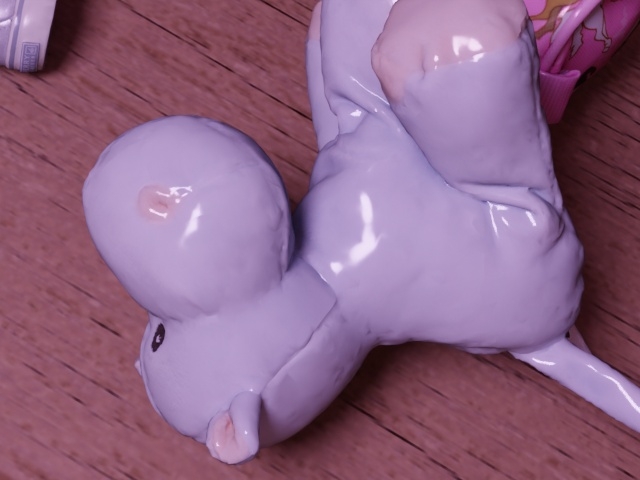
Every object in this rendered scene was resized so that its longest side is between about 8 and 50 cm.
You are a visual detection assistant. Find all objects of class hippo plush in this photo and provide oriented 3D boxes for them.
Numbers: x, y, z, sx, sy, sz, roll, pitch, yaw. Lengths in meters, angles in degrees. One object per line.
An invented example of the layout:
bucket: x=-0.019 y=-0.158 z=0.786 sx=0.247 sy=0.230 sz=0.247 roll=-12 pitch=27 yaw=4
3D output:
hippo plush: x=0.000 y=0.000 z=0.727 sx=0.237 sy=0.234 sz=0.294 roll=-26 pitch=111 yaw=-8

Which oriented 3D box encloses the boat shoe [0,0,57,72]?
boat shoe: x=-0.196 y=-0.209 z=0.838 sx=0.081 sy=0.079 sz=0.227 roll=8 pitch=62 yaw=-15

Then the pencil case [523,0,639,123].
pencil case: x=0.045 y=-0.238 z=0.873 sx=0.386 sy=0.160 sz=0.167 roll=43 pitch=88 yaw=11
